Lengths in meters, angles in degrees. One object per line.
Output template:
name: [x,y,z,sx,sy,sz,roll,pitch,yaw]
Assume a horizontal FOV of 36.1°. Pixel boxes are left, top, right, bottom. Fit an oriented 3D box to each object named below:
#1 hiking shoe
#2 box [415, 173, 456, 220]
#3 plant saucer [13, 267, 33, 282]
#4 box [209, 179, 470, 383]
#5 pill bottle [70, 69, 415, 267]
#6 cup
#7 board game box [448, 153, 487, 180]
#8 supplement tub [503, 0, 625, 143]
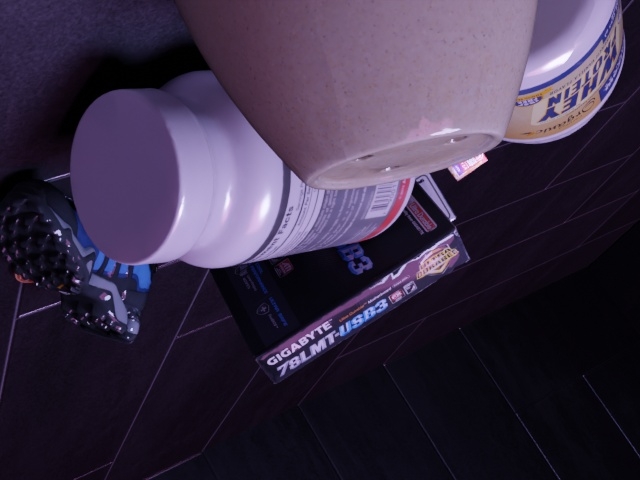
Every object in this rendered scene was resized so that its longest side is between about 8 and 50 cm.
hiking shoe: [-0.285,0.003,1.168,0.304,0.113,0.132,74,31,-58]
box: [0.086,-0.030,1.507,0.169,0.087,0.290,-32,-175,-4]
plant saucer: [-0.345,0.024,1.229,0.083,0.013,0.083,-30,162,-11]
box: [0.000,0.000,1.297,0.293,0.295,0.073,-33,134,0]
pill bottle: [-0.075,-0.082,1.081,0.363,0.210,0.210,-10,151,-49]
cup: [0.042,-0.176,0.817,0.331,0.237,0.331,-12,174,-1]
board game box: [0.100,-0.175,1.096,0.045,0.147,0.193,-35,128,10]
supplement tub: [0.232,-0.243,1.137,0.228,0.228,0.316,-36,162,11]
